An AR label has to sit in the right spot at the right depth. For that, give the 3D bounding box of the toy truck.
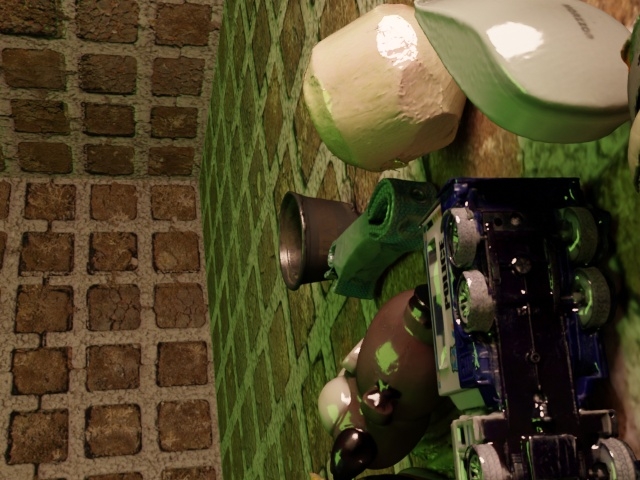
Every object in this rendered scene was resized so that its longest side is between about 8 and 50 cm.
[{"bbox_3d":[0.153,0.093,0.613,0.155,0.125,0.267,116,153,-73],"label":"toy truck"}]

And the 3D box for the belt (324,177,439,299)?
[{"bbox_3d":[0.071,0.006,0.998,0.302,0.072,0.087,125,144,-65],"label":"belt"}]

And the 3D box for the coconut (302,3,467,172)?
[{"bbox_3d":[0.082,-0.162,0.807,0.171,0.183,0.170,50,-151,-41],"label":"coconut"}]

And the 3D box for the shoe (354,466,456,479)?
[{"bbox_3d":[0.090,0.308,0.813,0.291,0.137,0.114,159,109,-73],"label":"shoe"}]

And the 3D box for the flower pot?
[{"bbox_3d":[0.000,0.000,1.200,0.157,0.107,0.157,180,90,-72],"label":"flower pot"}]

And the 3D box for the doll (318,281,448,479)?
[{"bbox_3d":[0.083,0.145,0.811,0.117,0.182,0.257,39,127,14],"label":"doll"}]

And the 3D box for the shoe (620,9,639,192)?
[{"bbox_3d":[0.233,-0.171,0.337,0.336,0.133,0.170,103,170,-48],"label":"shoe"}]

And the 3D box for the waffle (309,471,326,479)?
[{"bbox_3d":[0.017,0.417,1.278,0.191,0.032,0.125,-116,28,-55],"label":"waffle"}]

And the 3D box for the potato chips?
[{"bbox_3d":[0.139,0.210,0.833,0.207,0.028,0.091,123,150,-58],"label":"potato chips"}]

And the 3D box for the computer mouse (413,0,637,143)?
[{"bbox_3d":[0.159,-0.154,0.581,0.230,0.128,0.079,-114,27,-48],"label":"computer mouse"}]
